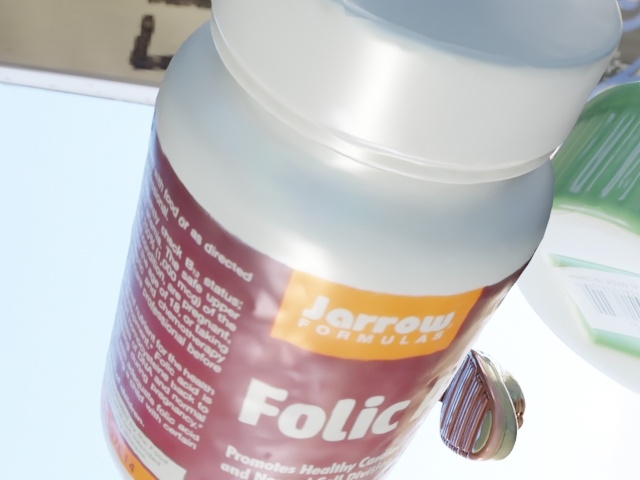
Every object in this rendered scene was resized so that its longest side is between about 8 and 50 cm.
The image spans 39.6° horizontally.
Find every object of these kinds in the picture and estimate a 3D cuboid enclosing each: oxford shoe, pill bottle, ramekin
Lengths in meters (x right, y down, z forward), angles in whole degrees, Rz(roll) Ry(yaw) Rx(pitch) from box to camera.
[{"bbox_3d":[0.264,0.245,1.378,0.397,0.146,0.140,-88,20,-79],"label":"oxford shoe"},{"bbox_3d":[0.000,0.000,0.536,0.224,0.224,0.392,-54,-11,-47],"label":"pill bottle"},{"bbox_3d":[0.315,0.020,0.806,0.148,0.303,0.303,-45,-33,-19],"label":"ramekin"}]
